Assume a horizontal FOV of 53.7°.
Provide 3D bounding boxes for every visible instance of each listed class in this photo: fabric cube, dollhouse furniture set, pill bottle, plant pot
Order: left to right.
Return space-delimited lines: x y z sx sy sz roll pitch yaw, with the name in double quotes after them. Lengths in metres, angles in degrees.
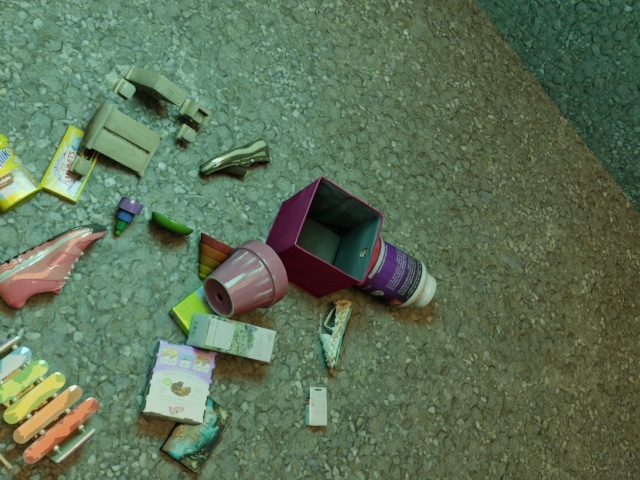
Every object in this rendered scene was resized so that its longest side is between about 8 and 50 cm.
-0.547 -0.313 1.865 0.303 0.174 0.355 32 87 -48 "dollhouse furniture set"
-0.223 0.122 1.795 0.180 0.201 0.201 -30 92 -41 "plant pot"
0.000 0.000 1.982 0.259 0.258 0.254 30 60 -20 "fabric cube"
0.228 0.110 2.134 0.323 0.181 0.181 29 62 -21 "pill bottle"

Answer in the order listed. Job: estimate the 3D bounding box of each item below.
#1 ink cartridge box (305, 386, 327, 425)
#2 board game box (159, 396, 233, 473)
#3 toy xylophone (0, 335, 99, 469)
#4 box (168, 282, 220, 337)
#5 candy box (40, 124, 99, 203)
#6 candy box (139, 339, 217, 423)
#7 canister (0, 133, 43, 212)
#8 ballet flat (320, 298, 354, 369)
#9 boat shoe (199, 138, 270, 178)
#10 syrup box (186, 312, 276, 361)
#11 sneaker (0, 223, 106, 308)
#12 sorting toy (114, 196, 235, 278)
-0.013 0.511 1.950 0.063 0.029 0.115 10 69 -29 "ink cartridge box"
-0.339 0.527 1.744 0.126 0.026 0.186 40 58 -15 "board game box"
-0.708 0.405 1.521 0.323 0.081 0.236 47 57 -11 "toy xylophone"
-0.338 0.192 1.840 0.178 0.042 0.109 -40 98 -35 "box"
-0.689 -0.212 1.760 0.105 0.027 0.206 25 63 -21 "candy box"
-0.384 0.387 1.716 0.165 0.070 0.196 18 62 -19 "candy box"
-0.822 -0.171 1.637 0.126 0.073 0.170 -41 100 -34 "canister"
0.043 0.297 2.034 0.077 0.091 0.241 15 59 6 "ballet flat"
-0.258 -0.242 1.999 0.257 0.095 0.095 -29 97 -35 "boat shoe"
-0.250 0.279 1.806 0.237 0.096 0.093 22 73 -38 "syrup box"
-0.688 0.065 1.641 0.314 0.116 0.136 -32 103 -28 "sneaker"
-0.426 0.005 1.825 0.365 0.127 0.126 26 87 -24 "sorting toy"
